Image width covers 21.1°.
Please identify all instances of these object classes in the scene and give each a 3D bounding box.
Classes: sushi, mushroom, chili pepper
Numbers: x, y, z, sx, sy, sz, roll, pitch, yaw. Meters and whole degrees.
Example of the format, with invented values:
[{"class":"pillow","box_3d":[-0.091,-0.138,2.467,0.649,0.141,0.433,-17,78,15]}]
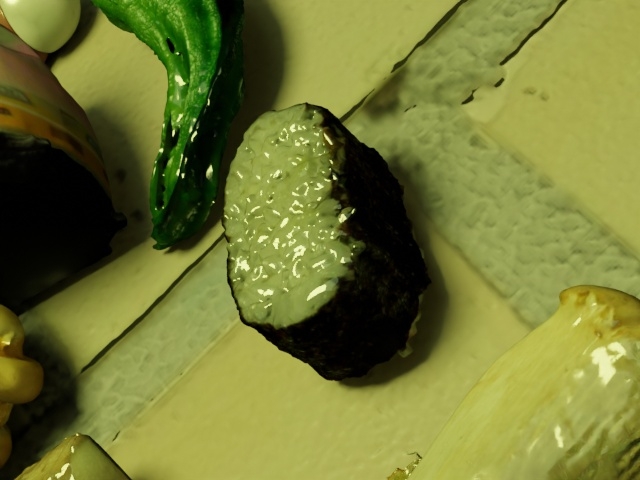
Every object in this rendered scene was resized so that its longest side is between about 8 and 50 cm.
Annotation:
[{"class":"sushi","box_3d":[0.000,0.000,0.879,0.090,0.078,0.150,-37,43,21]},{"class":"mushroom","box_3d":[0.038,0.158,0.712,0.351,0.095,0.123,-42,62,2]},{"class":"chili pepper","box_3d":[-0.098,-0.122,1.060,0.122,0.065,0.279,-33,48,7]}]

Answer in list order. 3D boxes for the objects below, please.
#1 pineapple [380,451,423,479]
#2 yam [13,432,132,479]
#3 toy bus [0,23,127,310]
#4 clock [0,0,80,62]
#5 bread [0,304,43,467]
[{"class":"pineapple","box_3d":[0.050,0.123,0.788,0.083,0.019,0.045,8,68,46]},{"class":"yam","box_3d":[-0.235,0.231,0.901,0.356,0.081,0.081,-39,42,8]},{"class":"toy bus","box_3d":[-0.311,-0.006,1.055,0.386,0.171,0.162,-29,59,19]},{"class":"clock","box_3d":[-0.256,-0.145,1.193,0.166,0.093,0.162,26,75,48]},{"class":"bread","box_3d":[-0.224,0.114,0.964,0.177,0.084,0.119,-53,18,-7]}]
